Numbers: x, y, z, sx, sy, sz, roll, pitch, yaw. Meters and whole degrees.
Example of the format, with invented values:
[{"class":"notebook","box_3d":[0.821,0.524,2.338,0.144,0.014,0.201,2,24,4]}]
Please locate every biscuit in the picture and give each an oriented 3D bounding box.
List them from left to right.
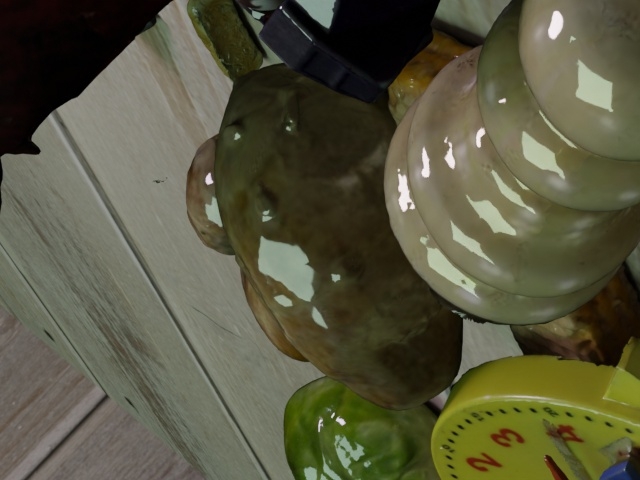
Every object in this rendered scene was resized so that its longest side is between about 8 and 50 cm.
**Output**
[{"class":"biscuit","box_3d":[0.143,0.019,1.177,0.094,0.054,0.379,27,158,46]}]

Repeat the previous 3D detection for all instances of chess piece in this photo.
[{"class":"chess piece","box_3d":[0.124,-0.059,0.889,0.143,0.143,0.261,43,159,3]}]

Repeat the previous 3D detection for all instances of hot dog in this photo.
[{"class":"hot dog","box_3d":[-0.071,-0.149,1.334,0.034,0.030,0.090,43,168,41]}]

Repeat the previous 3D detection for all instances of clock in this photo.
[{"class":"clock","box_3d":[0.201,0.179,1.231,0.277,0.071,0.293,33,153,-7]}]

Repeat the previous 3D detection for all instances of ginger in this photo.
[{"class":"ginger","box_3d":[0.000,0.000,1.306,0.244,0.155,0.304,52,166,-5]}]

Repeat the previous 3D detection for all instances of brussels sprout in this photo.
[{"class":"brussels sprout","box_3d":[0.048,0.202,1.795,0.161,0.144,0.181,-26,100,38]}]

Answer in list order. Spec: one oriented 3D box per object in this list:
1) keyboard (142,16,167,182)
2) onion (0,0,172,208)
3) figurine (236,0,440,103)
[{"class":"keyboard","box_3d":[-0.211,-0.211,1.468,0.103,0.041,0.381,-22,110,40]},{"class":"onion","box_3d":[-0.243,-0.189,1.138,0.341,0.341,0.341,40,165,13]},{"class":"figurine","box_3d":[-0.033,-0.201,0.862,0.308,0.143,0.308,46,-176,-4]}]
